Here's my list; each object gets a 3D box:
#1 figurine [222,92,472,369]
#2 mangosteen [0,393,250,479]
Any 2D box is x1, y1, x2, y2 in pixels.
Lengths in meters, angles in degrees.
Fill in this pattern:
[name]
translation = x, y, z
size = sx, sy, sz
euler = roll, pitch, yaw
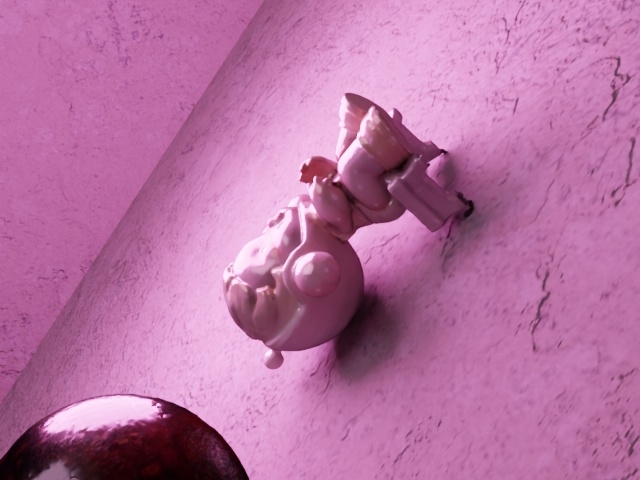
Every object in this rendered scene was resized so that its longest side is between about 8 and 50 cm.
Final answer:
[figurine]
translation = 0.006, 0.002, 0.790
size = 0.257, 0.144, 0.182
euler = -48, 44, 17
[mangosteen]
translation = -0.150, 0.230, 0.717
size = 0.231, 0.231, 0.289
euler = -52, -4, 13
